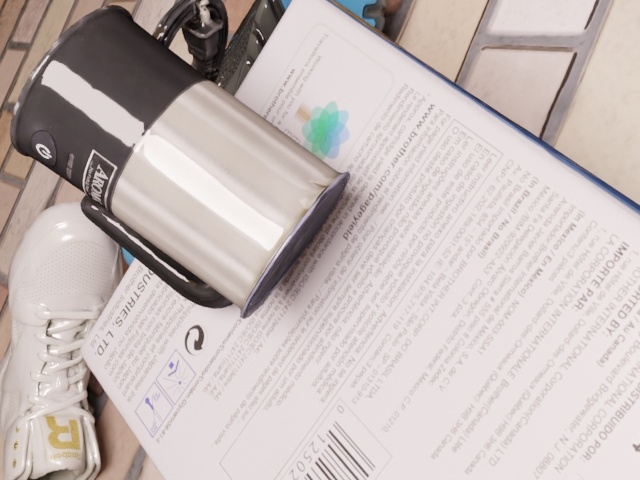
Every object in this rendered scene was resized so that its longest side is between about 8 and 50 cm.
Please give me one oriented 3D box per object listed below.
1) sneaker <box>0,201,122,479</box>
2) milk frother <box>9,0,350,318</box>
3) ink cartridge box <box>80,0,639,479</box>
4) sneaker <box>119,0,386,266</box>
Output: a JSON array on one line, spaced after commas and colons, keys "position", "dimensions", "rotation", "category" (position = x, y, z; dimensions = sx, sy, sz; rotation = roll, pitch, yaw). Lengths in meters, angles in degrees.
[{"position": [-0.229, 0.121, 0.836], "dimensions": [0.169, 0.108, 0.292], "rotation": [61, 140, 42], "category": "sneaker"}, {"position": [-0.049, -0.052, 0.455], "dimensions": [0.143, 0.134, 0.129], "rotation": [-52, -4, -19], "category": "milk frother"}, {"position": [0.072, 0.087, 0.472], "dimensions": [0.395, 0.151, 0.270], "rotation": [44, 107, 38], "category": "ink cartridge box"}, {"position": [-0.055, -0.101, 0.807], "dimensions": [0.341, 0.125, 0.140], "rotation": [-52, 13, 19], "category": "sneaker"}]
